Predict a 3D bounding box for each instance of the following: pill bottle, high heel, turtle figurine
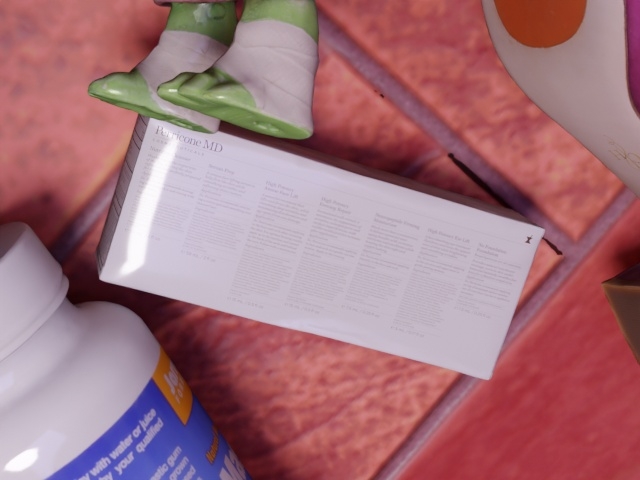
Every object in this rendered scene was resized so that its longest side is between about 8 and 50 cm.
[{"bbox_3d":[-0.128,0.130,0.672,0.152,0.152,0.272,-32,110,-3],"label":"pill bottle"},{"bbox_3d":[0.213,-0.109,0.725,0.181,0.127,0.377,-29,112,-22],"label":"high heel"},{"bbox_3d":[-0.054,-0.195,0.568,0.197,0.274,0.266,13,86,23],"label":"turtle figurine"}]

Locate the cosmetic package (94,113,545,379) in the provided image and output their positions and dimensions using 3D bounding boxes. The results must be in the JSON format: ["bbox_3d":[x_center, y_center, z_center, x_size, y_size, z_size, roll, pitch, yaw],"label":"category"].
[{"bbox_3d":[0.000,0.000,0.715,0.239,0.060,0.099,16,102,-16],"label":"cosmetic package"}]
